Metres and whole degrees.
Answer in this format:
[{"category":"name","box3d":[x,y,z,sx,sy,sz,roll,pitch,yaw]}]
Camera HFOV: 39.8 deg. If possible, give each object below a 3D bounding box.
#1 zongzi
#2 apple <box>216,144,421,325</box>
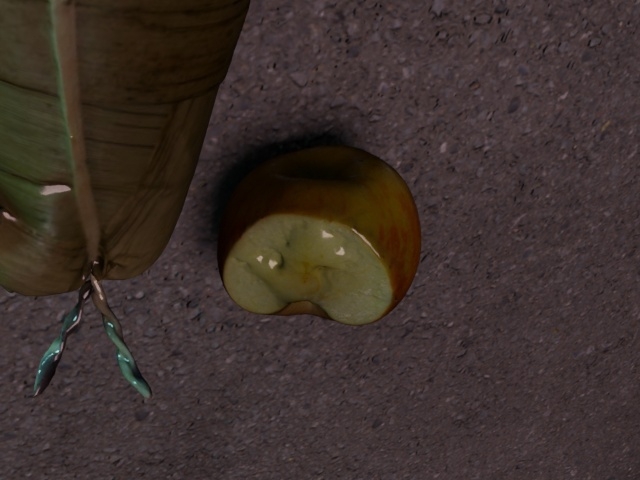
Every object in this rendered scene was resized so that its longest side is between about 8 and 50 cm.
[{"category":"zongzi","box3d":[-0.278,-0.139,0.532,0.467,0.218,0.500,7,122,-28]},{"category":"apple","box3d":[0.000,0.000,0.852,0.195,0.160,0.173,6,117,13]}]
